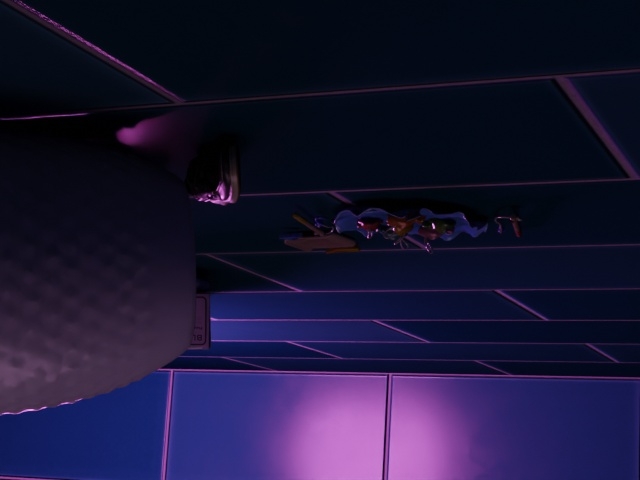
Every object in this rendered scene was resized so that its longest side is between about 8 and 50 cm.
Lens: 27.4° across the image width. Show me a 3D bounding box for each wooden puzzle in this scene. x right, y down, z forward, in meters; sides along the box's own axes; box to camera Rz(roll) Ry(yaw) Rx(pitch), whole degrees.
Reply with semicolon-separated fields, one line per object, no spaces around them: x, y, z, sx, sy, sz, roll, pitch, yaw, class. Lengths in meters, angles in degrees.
0.000;0.000;1.699;0.078;0.014;0.116;-6;166;23;wooden puzzle

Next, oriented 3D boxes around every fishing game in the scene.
0.105;-0.011;1.543;0.264;0.041;0.189;1;171;11;fishing game

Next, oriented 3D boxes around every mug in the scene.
-0.300;0.011;1.294;0.328;0.276;0.374;-2;-159;-12;mug

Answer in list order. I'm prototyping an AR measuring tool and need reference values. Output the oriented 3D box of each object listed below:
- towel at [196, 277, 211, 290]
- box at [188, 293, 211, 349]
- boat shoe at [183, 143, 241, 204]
-0.311;0.041;1.946;0.209;0.034;0.285;0;169;20;towel
-0.261;0.129;2.127;0.169;0.087;0.290;1;177;-5;box
-0.108;-0.061;1.298;0.049;0.056;0.152;0;170;-11;boat shoe
